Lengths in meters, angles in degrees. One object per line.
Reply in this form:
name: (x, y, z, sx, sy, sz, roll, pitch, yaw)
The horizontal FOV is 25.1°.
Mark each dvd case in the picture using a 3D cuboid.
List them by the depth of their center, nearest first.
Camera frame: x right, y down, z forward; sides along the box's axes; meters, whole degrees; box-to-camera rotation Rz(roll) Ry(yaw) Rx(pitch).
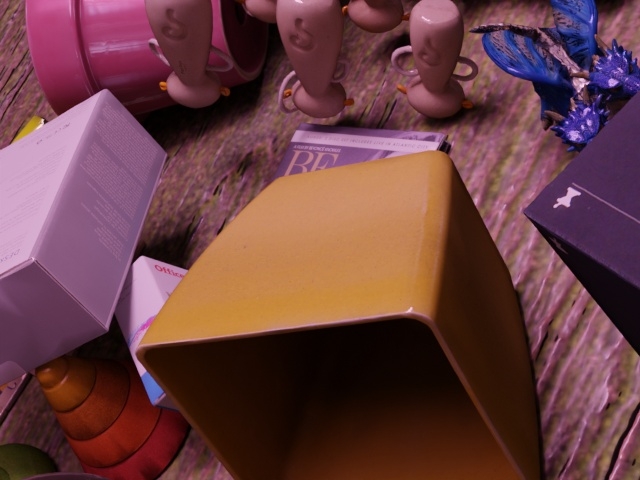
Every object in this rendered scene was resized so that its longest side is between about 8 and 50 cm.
dvd case: (0.000, 0.000, 1.204, 0.164, 0.018, 0.221, 9, 65, 42)

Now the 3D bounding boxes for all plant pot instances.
plant pot: (0.034, 0.058, 1.001, 0.212, 0.212, 0.187, -8, 44, 28)
plant pot: (-0.155, -0.209, 1.368, 0.180, 0.201, 0.201, -3, 57, 19)

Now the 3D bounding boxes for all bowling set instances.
bowling set: (0.008, -0.211, 1.232, 0.287, 0.154, 0.200, 11, 58, 11)

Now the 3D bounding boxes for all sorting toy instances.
sorting toy: (-0.288, 0.196, 1.207, 0.365, 0.126, 0.127, -33, 45, 13)

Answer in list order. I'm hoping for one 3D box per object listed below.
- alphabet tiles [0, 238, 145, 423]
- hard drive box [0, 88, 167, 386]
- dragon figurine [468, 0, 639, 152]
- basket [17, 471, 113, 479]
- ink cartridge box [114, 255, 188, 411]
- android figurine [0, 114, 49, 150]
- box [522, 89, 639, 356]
alphabet tiles: (-0.289, 0.078, 1.381, 0.198, 0.009, 0.237, 18, 72, 44)
hard drive box: (-0.243, 0.004, 1.201, 0.181, 0.089, 0.232, -26, 31, 28)
dragon figurine: (0.180, -0.137, 1.072, 0.085, 0.144, 0.289, -37, 44, 9)
basket: (-0.188, 0.240, 0.985, 0.204, 0.154, 0.227, -23, -4, -18)
ink cartridge box: (-0.110, 0.079, 1.161, 0.052, 0.088, 0.122, -46, 51, 20)
android figurine: (-0.324, 0.002, 1.416, 0.248, 0.056, 0.273, 19, 70, 44)
box: (0.349, -0.015, 0.788, 0.312, 0.179, 0.343, -46, 38, -3)
